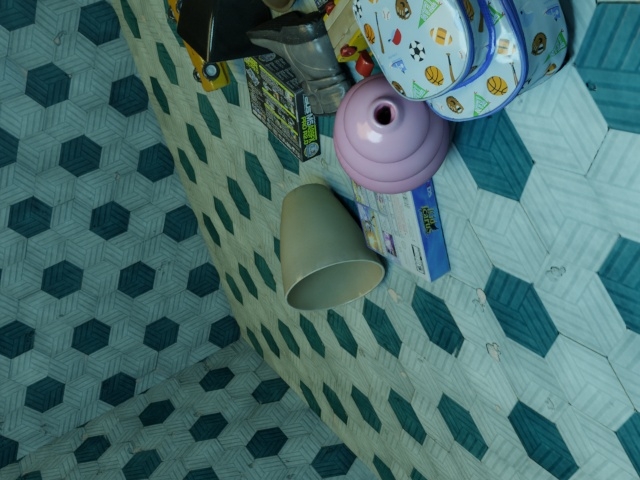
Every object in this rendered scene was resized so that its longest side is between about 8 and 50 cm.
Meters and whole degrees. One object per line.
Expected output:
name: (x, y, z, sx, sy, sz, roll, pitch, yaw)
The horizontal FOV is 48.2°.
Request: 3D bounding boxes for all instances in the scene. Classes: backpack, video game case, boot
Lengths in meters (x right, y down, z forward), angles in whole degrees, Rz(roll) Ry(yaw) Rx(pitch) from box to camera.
backpack: (0.193, -0.297, 0.961, 0.263, 0.213, 0.276, 55, 159, -9)
video game case: (0.159, -0.072, 1.531, 0.244, 0.061, 0.270, 31, 143, 54)
boot: (-0.043, -0.380, 1.580, 0.338, 0.118, 0.223, 36, 152, 61)

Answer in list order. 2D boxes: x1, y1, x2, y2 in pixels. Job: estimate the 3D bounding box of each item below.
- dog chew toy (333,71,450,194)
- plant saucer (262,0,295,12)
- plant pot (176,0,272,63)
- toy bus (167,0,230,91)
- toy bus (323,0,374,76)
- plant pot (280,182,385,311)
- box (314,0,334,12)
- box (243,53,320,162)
dog chew toy: (0.113, -0.182, 1.178, 0.207, 0.206, 0.332, 62, -172, 2)
plant saucer: (-0.111, -0.630, 1.527, 0.278, 0.041, 0.278, 51, 157, 32)
plant pot: (-0.229, -0.556, 1.731, 0.187, 0.188, 0.167, 47, 144, 38)
toy bus: (-0.327, -0.590, 1.991, 0.108, 0.130, 0.333, 14, 129, 64)
toy bus: (0.088, -0.390, 1.209, 0.202, 0.104, 0.191, 44, 138, 48)
plant pot: (0.000, 0.000, 1.815, 0.256, 0.256, 0.274, 100, 156, -60)
box: (0.010, -0.541, 1.325, 0.191, 0.045, 0.184, 66, 162, -11)
box: (-0.100, -0.357, 1.826, 0.270, 0.060, 0.216, 47, 154, 37)
